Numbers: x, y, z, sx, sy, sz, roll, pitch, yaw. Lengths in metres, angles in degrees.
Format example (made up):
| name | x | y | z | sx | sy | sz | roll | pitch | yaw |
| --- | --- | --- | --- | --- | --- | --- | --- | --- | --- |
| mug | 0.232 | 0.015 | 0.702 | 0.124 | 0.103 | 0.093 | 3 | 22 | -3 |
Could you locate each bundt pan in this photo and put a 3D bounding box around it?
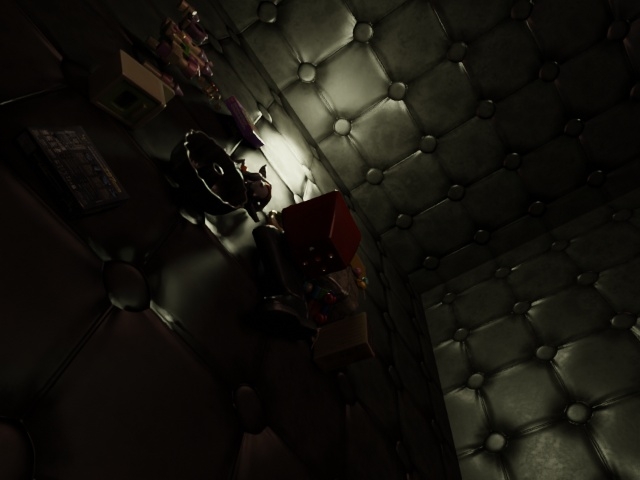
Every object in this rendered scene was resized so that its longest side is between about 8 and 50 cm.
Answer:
| name | x | y | z | sx | sy | sz | roll | pitch | yaw |
| --- | --- | --- | --- | --- | --- | --- | --- | --- | --- |
| bundt pan | -0.417 | -0.229 | 1.661 | 0.331 | 0.124 | 0.331 | 51 | 20 | -28 |

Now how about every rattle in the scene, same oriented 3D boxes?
| name | x | y | z | sx | sy | sz | roll | pitch | yaw |
| --- | --- | --- | --- | --- | --- | --- | --- | --- | --- |
| rattle | -0.171 | -0.091 | 2.093 | 0.199 | 0.143 | 0.130 | -28 | 107 | -78 |

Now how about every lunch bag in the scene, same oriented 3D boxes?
| name | x | y | z | sx | sy | sz | roll | pitch | yaw |
| --- | --- | --- | --- | --- | --- | --- | --- | --- | --- |
| lunch bag | 0.030 | 0.185 | 2.067 | 0.256 | 0.212 | 0.305 | 59 | 18 | -20 |

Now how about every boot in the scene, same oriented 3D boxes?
| name | x | y | z | sx | sy | sz | roll | pitch | yaw |
| --- | --- | --- | --- | --- | --- | --- | --- | --- | --- |
| boot | -0.171 | 0.125 | 1.725 | 0.367 | 0.146 | 0.445 | 49 | 22 | -59 |

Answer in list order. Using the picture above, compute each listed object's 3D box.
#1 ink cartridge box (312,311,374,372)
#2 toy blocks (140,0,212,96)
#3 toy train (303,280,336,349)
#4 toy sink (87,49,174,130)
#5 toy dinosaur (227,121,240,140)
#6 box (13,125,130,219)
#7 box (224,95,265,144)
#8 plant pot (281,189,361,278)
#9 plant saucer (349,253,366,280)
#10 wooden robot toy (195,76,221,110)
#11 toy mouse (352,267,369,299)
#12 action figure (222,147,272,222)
| name | x | y | z | sx | sy | sz | roll | pitch | yaw |
| --- | --- | --- | --- | --- | --- | --- | --- | --- | --- |
| ink cartridge box | 0.094 | 0.411 | 1.855 | 0.088 | 0.234 | 0.193 | 62 | 17 | -24 |
| toy blocks | -0.530 | -0.761 | 1.870 | 0.260 | 0.309 | 0.288 | 36 | 30 | -39 |
| toy train | -0.046 | 0.297 | 1.860 | 0.143 | 0.248 | 0.105 | 25 | -4 | 12 |
| toy sink | -0.600 | -0.463 | 1.487 | 0.234 | 0.153 | 0.131 | 34 | 31 | -55 |
| toy dinosaur | -0.431 | -0.548 | 2.254 | 0.082 | 0.090 | 0.047 | 25 | -14 | 13 |
| box | -0.615 | -0.176 | 1.154 | 0.233 | 0.059 | 0.183 | 57 | 18 | -6 |
| box | -0.377 | -0.589 | 2.316 | 0.201 | 0.057 | 0.293 | 61 | 4 | 2 |
| plant pot | 0.000 | 0.000 | 1.870 | 0.236 | 0.267 | 0.267 | -85 | 151 | -50 |
| plant saucer | 0.083 | 0.052 | 2.293 | 0.333 | 0.081 | 0.333 | 31 | -19 | 47 |
| wooden robot toy | -0.526 | -0.712 | 2.204 | 0.173 | 0.076 | 0.079 | 54 | 8 | -20 |
| toy mouse | 0.194 | 0.175 | 2.148 | 0.161 | 0.031 | 0.143 | 62 | 19 | -11 |
| action figure | -0.293 | -0.270 | 1.939 | 0.341 | 0.178 | 0.330 | 66 | -5 | -28 |
